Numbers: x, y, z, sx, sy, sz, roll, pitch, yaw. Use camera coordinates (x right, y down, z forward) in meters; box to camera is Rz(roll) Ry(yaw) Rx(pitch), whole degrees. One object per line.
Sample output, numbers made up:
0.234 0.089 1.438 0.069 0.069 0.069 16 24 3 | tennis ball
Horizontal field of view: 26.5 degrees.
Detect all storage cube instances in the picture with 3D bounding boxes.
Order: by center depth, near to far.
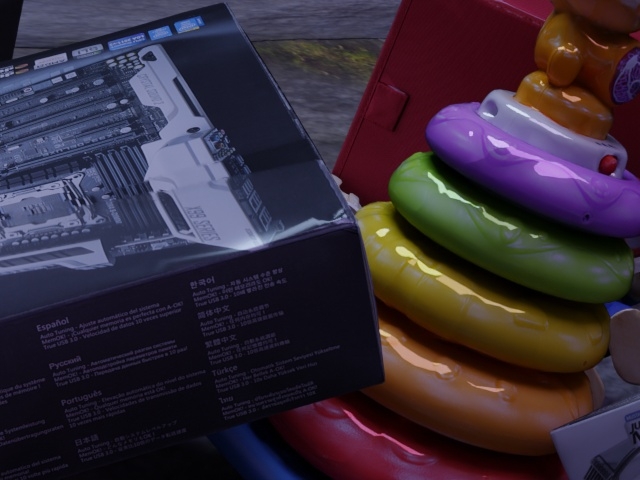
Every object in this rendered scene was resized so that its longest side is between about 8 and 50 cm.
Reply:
0.139 -0.084 0.954 0.193 0.215 0.183 27 24 8 | storage cube

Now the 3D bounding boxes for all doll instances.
0.140 0.057 0.784 0.046 0.129 0.189 61 3 -3 | doll

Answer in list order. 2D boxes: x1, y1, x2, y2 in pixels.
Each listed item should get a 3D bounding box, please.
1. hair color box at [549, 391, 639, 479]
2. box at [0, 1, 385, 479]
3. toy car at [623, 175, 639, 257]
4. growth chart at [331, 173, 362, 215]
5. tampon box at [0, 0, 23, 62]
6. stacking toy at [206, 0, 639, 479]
0.168 0.133 0.527 0.053 0.093 0.167 -13 78 -49 | hair color box
-0.154 0.009 0.560 0.307 0.077 0.242 -15 30 -7 | box
0.253 0.013 0.752 0.239 0.053 0.225 7 15 -21 | toy car
0.000 0.000 0.830 0.237 0.021 0.172 38 24 6 | growth chart
-0.279 -0.136 0.890 0.101 0.120 0.161 -3 31 -38 | tampon box
0.082 -0.003 0.604 0.175 0.302 0.165 8 22 -45 | stacking toy
